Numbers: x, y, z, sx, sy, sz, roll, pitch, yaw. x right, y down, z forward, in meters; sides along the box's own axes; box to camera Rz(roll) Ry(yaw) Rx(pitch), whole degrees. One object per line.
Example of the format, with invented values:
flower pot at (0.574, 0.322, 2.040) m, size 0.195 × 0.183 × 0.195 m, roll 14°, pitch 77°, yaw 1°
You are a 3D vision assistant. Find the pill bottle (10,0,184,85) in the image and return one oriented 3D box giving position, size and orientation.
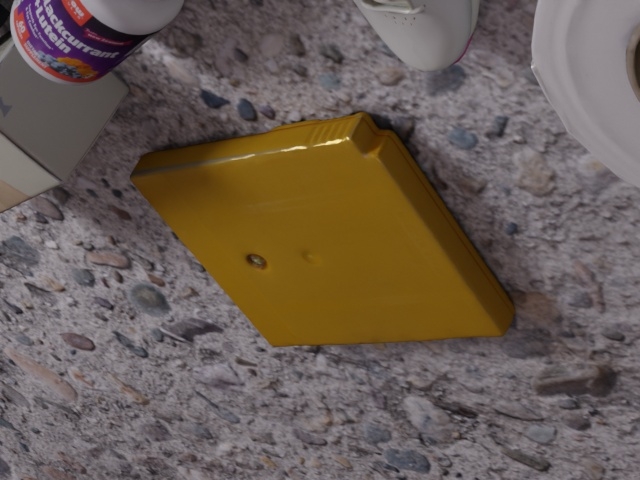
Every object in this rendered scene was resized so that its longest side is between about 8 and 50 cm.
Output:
pill bottle at (-0.182, -0.214, 1.108) m, size 0.108 × 0.108 × 0.193 m, roll 41°, pitch 145°, yaw -18°

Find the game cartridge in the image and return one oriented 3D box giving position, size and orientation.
game cartridge at (0.000, 0.000, 1.322) m, size 0.324 × 0.052 × 0.285 m, roll -7°, pitch 133°, yaw 40°

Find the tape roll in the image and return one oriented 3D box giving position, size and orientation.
tape roll at (0.289, -0.139, 0.860) m, size 0.286 × 0.100 × 0.286 m, roll 20°, pitch 147°, yaw 14°

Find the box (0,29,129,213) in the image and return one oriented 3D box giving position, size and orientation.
box at (-0.352, -0.110, 1.348) m, size 0.121 × 0.148 × 0.311 m, roll 44°, pitch 146°, yaw -23°

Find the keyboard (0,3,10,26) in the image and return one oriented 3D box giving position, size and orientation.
keyboard at (-0.422, -0.304, 1.200) m, size 0.201 × 0.033 × 0.317 m, roll -33°, pitch 114°, yaw 35°

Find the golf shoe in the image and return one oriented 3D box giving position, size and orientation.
golf shoe at (0.029, -0.221, 0.912) m, size 0.115 × 0.140 × 0.306 m, roll 5°, pitch 141°, yaw 31°
